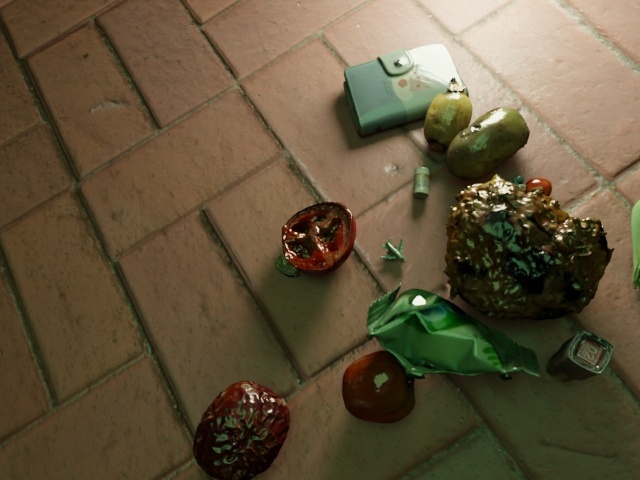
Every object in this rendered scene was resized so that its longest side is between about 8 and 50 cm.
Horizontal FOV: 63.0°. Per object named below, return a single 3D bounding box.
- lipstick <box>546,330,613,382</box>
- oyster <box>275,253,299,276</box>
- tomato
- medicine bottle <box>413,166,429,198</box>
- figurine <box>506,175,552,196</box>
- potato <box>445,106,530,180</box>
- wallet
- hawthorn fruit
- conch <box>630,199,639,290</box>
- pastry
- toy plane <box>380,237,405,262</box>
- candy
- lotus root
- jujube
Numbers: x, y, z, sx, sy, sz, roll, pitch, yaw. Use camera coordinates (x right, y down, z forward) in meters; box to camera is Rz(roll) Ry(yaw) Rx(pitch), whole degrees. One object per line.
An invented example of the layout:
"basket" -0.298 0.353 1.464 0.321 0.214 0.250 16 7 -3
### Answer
"lipstick" 0.579 0.274 1.193 0.077 0.253 0.079 29 76 19
"oyster" -0.093 0.077 1.525 0.083 0.019 0.054 38 79 23
"tomato" 0.002 0.000 1.497 0.228 0.101 0.227 -8 62 15
"medicine bottle" 0.296 -0.168 1.531 0.047 0.047 0.083 2 69 12
"figurine" 0.578 -0.142 1.459 0.140 0.068 0.075 -6 65 2
"potato" 0.473 -0.274 1.478 0.262 0.165 0.165 -40 67 -13
"wallet" 0.259 -0.489 1.647 0.361 0.083 0.252 -17 73 3
"hawthorn fruit" 0.143 0.365 1.290 0.189 0.189 0.189 -4 69 9
"conch" 0.866 -0.004 1.308 0.144 0.137 0.250 2 70 11
"pastry" 0.486 0.041 1.287 0.405 0.292 0.337 28 87 10
"toy plane" 0.210 0.033 1.478 0.080 0.033 0.083 -40 74 -7
"candy" 0.327 0.231 1.266 0.398 0.263 0.171 14 107 17
"lotus root" 0.381 -0.374 1.545 0.125 0.118 0.220 18 95 -20
"jujube" -0.193 0.474 1.291 0.213 0.213 0.232 27 81 19
